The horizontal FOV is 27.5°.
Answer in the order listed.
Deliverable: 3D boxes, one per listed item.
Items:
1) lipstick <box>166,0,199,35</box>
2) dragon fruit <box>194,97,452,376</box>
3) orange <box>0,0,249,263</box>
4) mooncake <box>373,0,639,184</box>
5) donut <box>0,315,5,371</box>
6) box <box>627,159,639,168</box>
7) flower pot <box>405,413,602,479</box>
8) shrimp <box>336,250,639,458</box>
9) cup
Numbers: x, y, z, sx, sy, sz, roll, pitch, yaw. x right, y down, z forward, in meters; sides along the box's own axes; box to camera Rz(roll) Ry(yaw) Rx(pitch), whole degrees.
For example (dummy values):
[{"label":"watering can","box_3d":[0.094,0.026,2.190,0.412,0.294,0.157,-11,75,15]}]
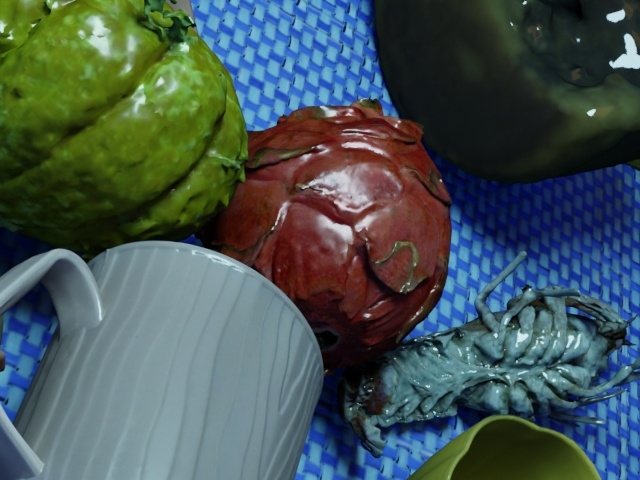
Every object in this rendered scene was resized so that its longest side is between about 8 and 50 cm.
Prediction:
[{"label":"lipstick","box_3d":[-0.145,-0.189,1.290,0.045,0.045,0.145,3,62,-37]},{"label":"dragon fruit","box_3d":[0.006,-0.006,1.171,0.241,0.241,0.252,3,49,-35]},{"label":"orange","box_3d":[-0.206,-0.119,1.054,0.223,0.300,0.301,-42,58,-6]},{"label":"mooncake","box_3d":[0.246,-0.267,1.384,0.246,0.394,0.393,-5,28,-41]},{"label":"donut","box_3d":[-0.396,0.041,0.909,0.383,0.142,0.382,17,56,-27]},{"label":"box","box_3d":[0.525,-0.106,1.657,0.279,0.153,0.041,21,54,-25]},{"label":"flower pot","box_3d":[0.134,0.268,1.135,0.195,0.179,0.195,17,58,-28]},{"label":"shrimp","box_3d":[0.187,0.121,1.289,0.411,0.166,0.221,-5,101,-24]},{"label":"cup","box_3d":[-0.127,0.139,0.933,0.208,0.288,0.273,3,41,12]}]
